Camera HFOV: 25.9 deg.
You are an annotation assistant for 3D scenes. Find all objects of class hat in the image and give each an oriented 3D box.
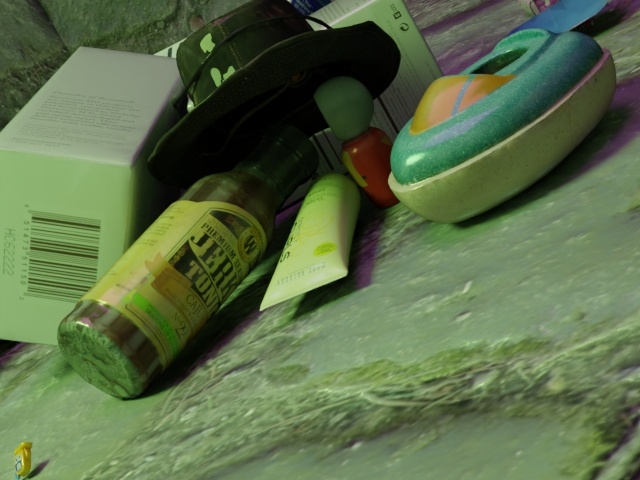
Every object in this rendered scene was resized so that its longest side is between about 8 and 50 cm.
[{"bbox_3d":[-0.075,-0.184,1.531,0.331,0.134,0.331,-30,-14,-8],"label":"hat"}]

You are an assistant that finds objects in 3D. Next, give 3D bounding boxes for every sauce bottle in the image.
[{"bbox_3d":[-0.122,0.007,1.419,0.111,0.111,0.344,-11,34,51],"label":"sauce bottle"}]

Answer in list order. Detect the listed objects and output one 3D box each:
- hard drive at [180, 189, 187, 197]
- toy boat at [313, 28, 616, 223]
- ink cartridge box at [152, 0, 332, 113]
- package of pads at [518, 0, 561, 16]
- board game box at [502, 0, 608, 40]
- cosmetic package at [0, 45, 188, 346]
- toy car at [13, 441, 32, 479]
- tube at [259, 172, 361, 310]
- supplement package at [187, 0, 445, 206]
[{"bbox_3d":[-0.116,-0.123,2.020,0.255,0.054,0.172,-23,16,24],"label":"hard drive"},{"bbox_3d":[0.120,-0.119,1.381,0.318,0.148,0.267,-10,25,51],"label":"toy boat"},{"bbox_3d":[-0.079,-0.247,1.927,0.333,0.165,0.065,-23,51,31],"label":"ink cartridge box"},{"bbox_3d":[0.313,-0.340,1.968,0.050,0.032,0.083,-31,15,5],"label":"package of pads"},{"bbox_3d":[0.300,-0.261,1.740,0.169,0.033,0.133,-31,19,15],"label":"board game box"},{"bbox_3d":[-0.270,-0.067,1.678,0.162,0.230,0.453,8,21,0],"label":"cosmetic package"},{"bbox_3d":[-0.328,0.223,1.295,0.122,0.060,0.040,-32,45,18],"label":"toy car"},{"bbox_3d":[0.000,0.000,1.398,0.240,0.062,0.070,-71,5,-64],"label":"tube"},{"bbox_3d":[-0.001,-0.182,1.760,0.293,0.175,0.177,-29,16,5],"label":"supplement package"}]
